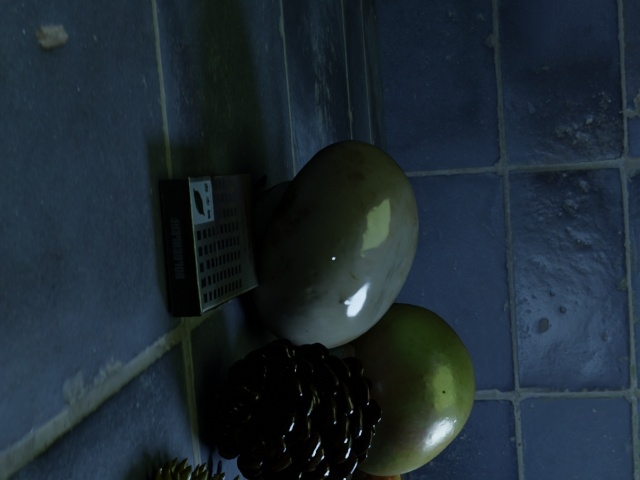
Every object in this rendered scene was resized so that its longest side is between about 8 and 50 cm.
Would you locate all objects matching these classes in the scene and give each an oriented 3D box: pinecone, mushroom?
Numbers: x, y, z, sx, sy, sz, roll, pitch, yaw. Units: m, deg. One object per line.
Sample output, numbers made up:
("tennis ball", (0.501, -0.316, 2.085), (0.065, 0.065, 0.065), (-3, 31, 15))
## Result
("pinecone", (-0.043, 0.255, 1.587), (0.273, 0.224, 0.224), (15, 70, -49))
("mushroom", (0.000, 0.000, 1.835), (0.362, 0.295, 0.362), (-52, 157, -34))

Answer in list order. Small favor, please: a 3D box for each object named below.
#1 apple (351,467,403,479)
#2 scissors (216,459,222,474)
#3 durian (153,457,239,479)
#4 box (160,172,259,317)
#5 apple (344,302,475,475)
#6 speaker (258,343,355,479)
("apple", (0.074, 0.506, 2.179), (0.196, 0.196, 0.195), (-3, 90, -79))
("scissors", (-0.151, 0.438, 1.454), (0.160, 0.024, 0.317), (73, 17, -51))
("durian", (-0.112, 0.368, 1.373), (0.341, 0.112, 0.191), (57, 28, -43))
("box", (-0.148, -0.003, 1.539), (0.325, 0.047, 0.180), (-26, 112, -79))
("apple", (0.145, 0.276, 2.080), (0.277, 0.319, 0.319), (-11, 100, -39))
("speaker", (-0.022, 0.302, 1.838), (0.231, 0.153, 0.192), (-70, 156, -64))
